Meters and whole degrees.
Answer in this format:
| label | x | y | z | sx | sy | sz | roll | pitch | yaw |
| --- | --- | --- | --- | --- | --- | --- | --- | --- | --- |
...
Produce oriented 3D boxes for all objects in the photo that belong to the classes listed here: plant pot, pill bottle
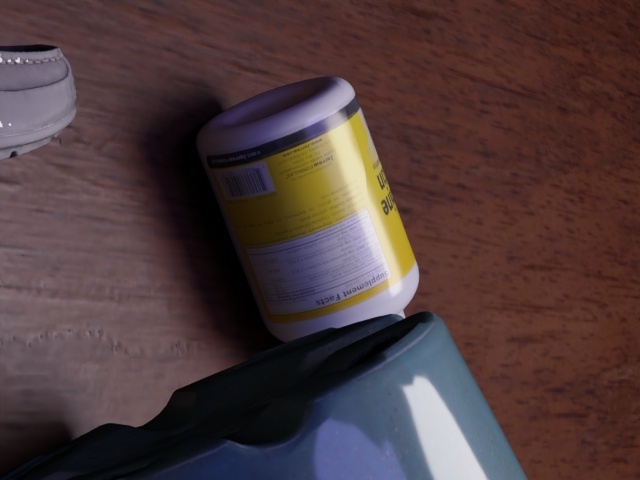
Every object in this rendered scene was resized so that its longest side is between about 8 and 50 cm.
| label | x | y | z | sx | sy | sz | roll | pitch | yaw |
| --- | --- | --- | --- | --- | --- | --- | --- | --- | --- |
| plant pot | 0.003 | 0.232 | 0.888 | 0.341 | 0.341 | 0.334 | -30 | 98 | -57 |
| pill bottle | 0.000 | 0.000 | 1.136 | 0.103 | 0.103 | 0.184 | -43 | 117 | -54 |

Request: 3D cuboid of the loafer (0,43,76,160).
| label | x | y | z | sx | sy | sz | roll | pitch | yaw |
| --- | --- | --- | --- | --- | --- | --- | --- | --- | --- |
| loafer | -0.224 | -0.079 | 0.794 | 0.319 | 0.112 | 0.111 | -9 | 97 | -58 |
